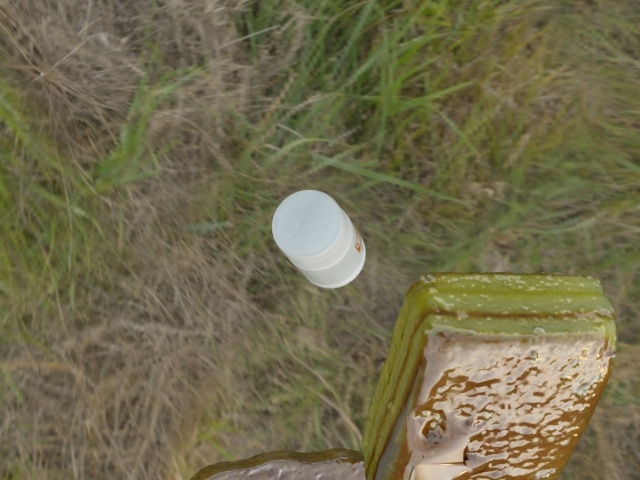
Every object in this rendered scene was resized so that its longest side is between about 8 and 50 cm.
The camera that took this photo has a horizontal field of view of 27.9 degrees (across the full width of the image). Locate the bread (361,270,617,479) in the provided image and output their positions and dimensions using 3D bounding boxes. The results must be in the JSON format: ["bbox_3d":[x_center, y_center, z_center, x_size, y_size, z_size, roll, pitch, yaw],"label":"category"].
[{"bbox_3d":[0.144,0.141,1.142,0.184,0.110,0.234,2,130,-13],"label":"bread"}]

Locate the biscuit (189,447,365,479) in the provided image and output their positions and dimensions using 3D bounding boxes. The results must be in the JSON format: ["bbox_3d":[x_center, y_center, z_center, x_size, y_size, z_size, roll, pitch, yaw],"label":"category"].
[{"bbox_3d":[-0.052,0.328,1.249,0.273,0.049,0.257,-14,104,-13],"label":"biscuit"}]

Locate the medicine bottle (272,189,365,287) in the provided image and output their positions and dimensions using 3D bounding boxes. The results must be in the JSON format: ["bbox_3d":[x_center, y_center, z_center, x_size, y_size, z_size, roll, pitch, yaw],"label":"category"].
[{"bbox_3d":[0.000,0.000,1.001,0.057,0.089,0.057,-4,73,13],"label":"medicine bottle"}]
